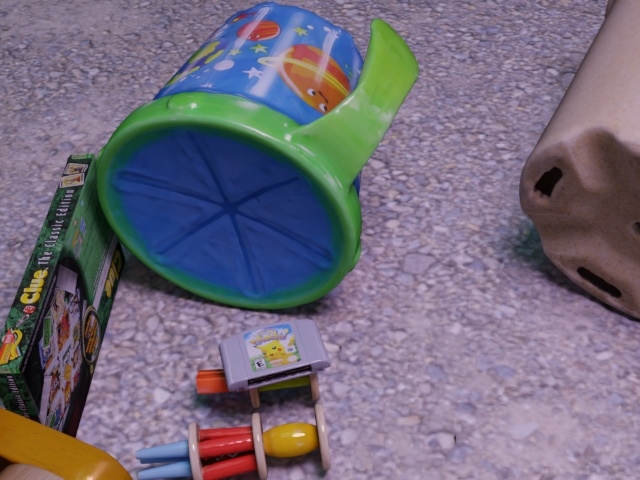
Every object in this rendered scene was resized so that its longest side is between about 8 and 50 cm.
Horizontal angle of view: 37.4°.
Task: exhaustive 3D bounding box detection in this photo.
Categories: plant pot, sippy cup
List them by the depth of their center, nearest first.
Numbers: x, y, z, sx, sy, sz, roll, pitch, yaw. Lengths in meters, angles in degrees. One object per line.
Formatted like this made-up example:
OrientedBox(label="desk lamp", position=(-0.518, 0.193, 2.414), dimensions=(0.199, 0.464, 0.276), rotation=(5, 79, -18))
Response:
OrientedBox(label="plant pot", position=(0.347, -0.099, 0.839), dimensions=(0.334, 0.333, 0.305), rotation=(25, 60, 29))
OrientedBox(label="sippy cup", position=(-0.056, -0.093, 0.873), dimensions=(0.306, 0.240, 0.224), rotation=(5, 47, 16))

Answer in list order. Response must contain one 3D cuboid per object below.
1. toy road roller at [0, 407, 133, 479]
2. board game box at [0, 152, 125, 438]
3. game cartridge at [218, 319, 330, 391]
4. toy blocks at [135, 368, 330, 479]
OrientedBox(label="toy road roller", position=(-0.302, 0.156, 0.619), dimensions=(0.330, 0.240, 0.202), rotation=(17, 46, 22))
OrientedBox(label="board game box", position=(-0.216, 0.055, 0.808), dimensions=(0.030, 0.136, 0.259), rotation=(-4, 40, 5))
OrientedBox(label="game cartridge", position=(-0.038, 0.090, 0.761), dimensions=(0.083, 0.017, 0.056), rotation=(-13, 37, -8))
OrientedBox(label="toy blocks", position=(-0.072, 0.140, 0.761), dimensions=(0.148, 0.054, 0.123), rotation=(-7, 42, -4))
